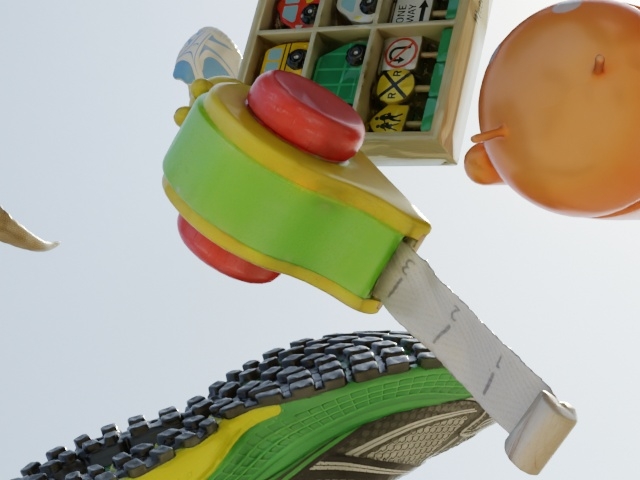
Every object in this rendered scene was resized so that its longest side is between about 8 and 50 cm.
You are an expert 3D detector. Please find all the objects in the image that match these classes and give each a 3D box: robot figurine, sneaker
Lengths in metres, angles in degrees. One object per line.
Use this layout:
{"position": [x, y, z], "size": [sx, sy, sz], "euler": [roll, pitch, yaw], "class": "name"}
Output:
{"position": [0.177, -0.075, 0.844], "size": [0.219, 0.158, 0.128], "euler": [-1, -73, -54], "class": "robot figurine"}
{"position": [-0.111, -0.163, 1.719], "size": [0.086, 0.085, 0.237], "euler": [-49, -32, -10], "class": "sneaker"}
{"position": [-0.026, 0.155, 0.913], "size": [0.344, 0.134, 0.146], "euler": [-22, -77, -19], "class": "sneaker"}

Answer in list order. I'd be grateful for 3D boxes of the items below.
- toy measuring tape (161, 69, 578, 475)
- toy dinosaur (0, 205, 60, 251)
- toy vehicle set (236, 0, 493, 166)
{"position": [0.000, 0.000, 0.765], "size": [0.121, 0.330, 0.121], "euler": [-19, -46, -22], "class": "toy measuring tape"}
{"position": [-0.225, -0.020, 0.874], "size": [0.183, 0.053, 0.092], "euler": [46, -115, -36], "class": "toy dinosaur"}
{"position": [0.039, -0.174, 1.004], "size": [0.035, 0.166, 0.266], "euler": [47, -129, -52], "class": "toy vehicle set"}
